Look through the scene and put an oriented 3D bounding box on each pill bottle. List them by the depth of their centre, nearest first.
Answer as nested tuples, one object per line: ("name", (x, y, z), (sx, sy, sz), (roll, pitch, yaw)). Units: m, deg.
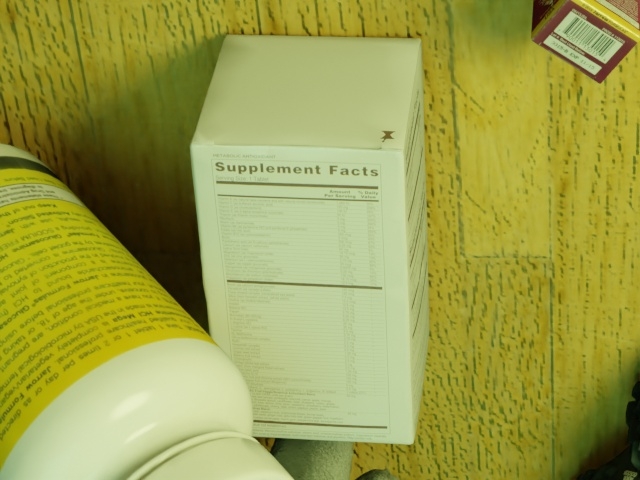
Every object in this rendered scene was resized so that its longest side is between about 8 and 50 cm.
("pill bottle", (-0.165, 0.098, 1.209), (0.188, 0.334, 0.188), (-28, 142, -25))

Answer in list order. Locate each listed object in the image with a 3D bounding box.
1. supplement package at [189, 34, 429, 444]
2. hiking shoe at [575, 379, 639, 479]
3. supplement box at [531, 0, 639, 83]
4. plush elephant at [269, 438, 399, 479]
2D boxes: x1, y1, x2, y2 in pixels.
("supplement package", (0.000, 0.000, 1.247), (0.139, 0.134, 0.244), (3, 127, 7))
("hiking shoe", (0.258, 0.206, 1.377), (0.132, 0.113, 0.304), (21, 127, -6))
("supplement box", (0.162, -0.144, 1.145), (0.055, 0.083, 0.043), (30, 126, -14))
("plush elephant", (-0.053, 0.274, 1.400), (0.272, 0.330, 0.255), (-11, 143, 8))
